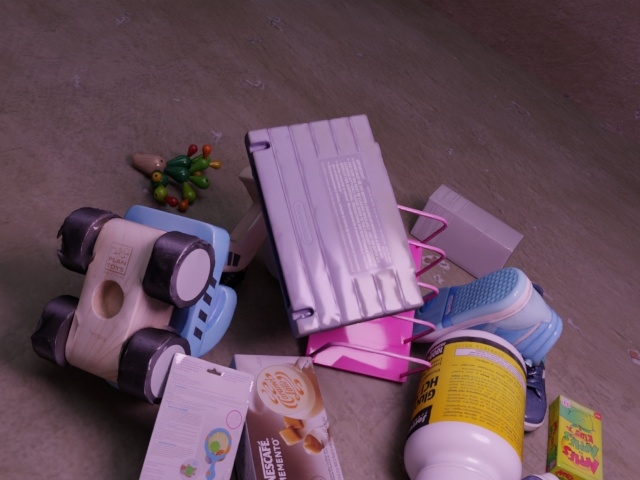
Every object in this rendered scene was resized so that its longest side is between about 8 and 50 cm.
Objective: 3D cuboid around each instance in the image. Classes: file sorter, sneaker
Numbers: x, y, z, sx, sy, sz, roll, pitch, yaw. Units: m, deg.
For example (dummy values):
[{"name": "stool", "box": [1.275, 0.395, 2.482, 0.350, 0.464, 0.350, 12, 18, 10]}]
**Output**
[{"name": "file sorter", "box": [0.110, 0.091, 1.254, 0.202, 0.182, 0.290, 15, 69, -12]}, {"name": "sneaker", "box": [0.416, 0.218, 1.391, 0.131, 0.148, 0.350, 19, 38, -7]}, {"name": "sneaker", "box": [0.320, 0.181, 1.321, 0.208, 0.319, 0.127, 40, 55, -19]}]

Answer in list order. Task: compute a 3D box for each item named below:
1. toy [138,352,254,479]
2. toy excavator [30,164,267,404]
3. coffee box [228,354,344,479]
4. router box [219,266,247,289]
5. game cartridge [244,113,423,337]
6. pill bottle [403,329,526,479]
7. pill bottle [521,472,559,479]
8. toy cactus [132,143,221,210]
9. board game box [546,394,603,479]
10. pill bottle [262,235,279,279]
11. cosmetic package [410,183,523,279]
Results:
[{"name": "toy", "box": [-0.190, 0.294, 0.976, 0.137, 0.056, 0.237, 25, 66, -33]}, {"name": "toy excavator", "box": [-0.214, 0.042, 1.170, 0.222, 0.432, 0.445, 14, -3, 22]}, {"name": "coffee box", "box": [-0.065, 0.307, 1.067, 0.141, 0.098, 0.246, 6, 41, -22]}, {"name": "router box", "box": [-0.213, 0.068, 1.323, 0.092, 0.038, 0.122, 31, 38, 10]}, {"name": "game cartridge", "box": [0.022, -0.032, 1.143, 0.230, 0.068, 0.355, -10, 75, -20]}, {"name": "pill bottle", "box": [0.245, 0.321, 1.143, 0.188, 0.188, 0.334, 25, 37, 2]}, {"name": "pill bottle", "box": [0.359, 0.441, 1.160, 0.120, 0.067, 0.067, -10, 49, -36]}, {"name": "toy cactus", "box": [-0.329, -0.157, 1.493, 0.181, 0.112, 0.219, 20, 45, 10]}, {"name": "board game box", "box": [0.490, 0.392, 1.308, 0.092, 0.043, 0.181, 26, 37, 3]}, {"name": "pill bottle", "box": [0.000, 0.000, 1.435, 0.246, 0.136, 0.136, -23, 57, -41]}, {"name": "cosmetic package", "box": [0.354, -0.014, 1.655, 0.238, 0.127, 0.107, 35, 39, 10]}]
